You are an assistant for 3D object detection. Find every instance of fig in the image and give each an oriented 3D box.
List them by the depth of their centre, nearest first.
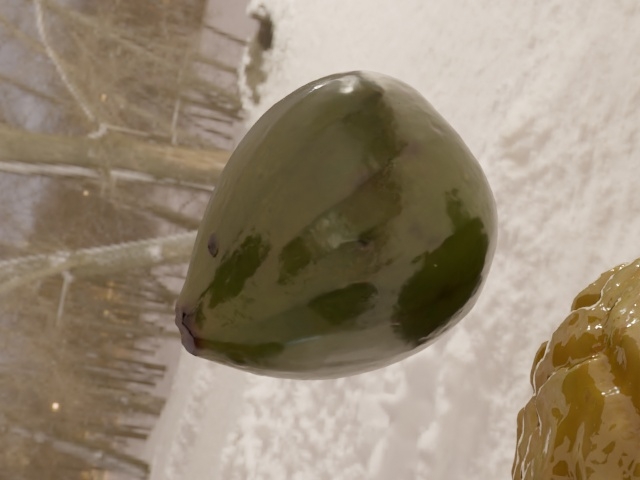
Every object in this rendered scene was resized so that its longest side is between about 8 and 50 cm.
[{"bbox_3d":[0.000,0.000,0.683,0.203,0.225,0.203,48,155,32],"label":"fig"}]

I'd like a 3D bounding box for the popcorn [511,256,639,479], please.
[{"bbox_3d":[0.275,0.163,0.632,0.344,0.354,0.390,57,137,19],"label":"popcorn"}]
